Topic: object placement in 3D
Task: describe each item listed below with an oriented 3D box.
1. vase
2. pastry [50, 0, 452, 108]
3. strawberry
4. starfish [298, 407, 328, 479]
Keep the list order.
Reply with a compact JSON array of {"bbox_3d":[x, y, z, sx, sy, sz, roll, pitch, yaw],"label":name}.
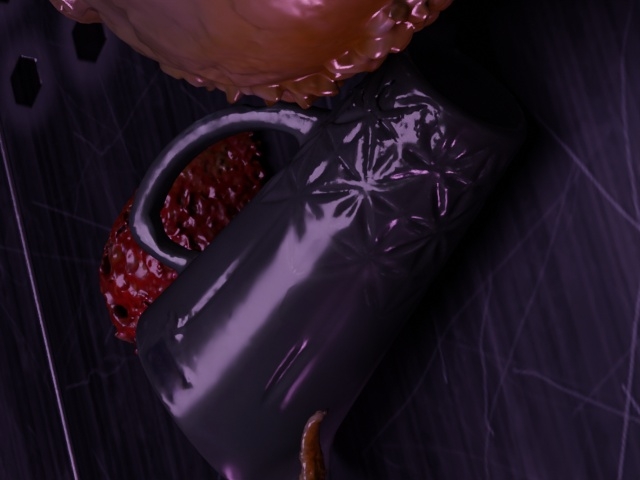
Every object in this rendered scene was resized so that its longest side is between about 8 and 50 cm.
[{"bbox_3d":[0.000,0.000,1.117,0.251,0.156,0.301,43,117,10],"label":"vase"},{"bbox_3d":[-0.006,-0.263,1.009,0.409,0.245,0.410,-38,35,34],"label":"pastry"},{"bbox_3d":[-0.108,0.011,1.272,0.192,0.085,0.140,-40,62,38],"label":"strawberry"},{"bbox_3d":[-0.006,0.302,1.023,0.084,0.293,0.302,6,114,8],"label":"starfish"}]
